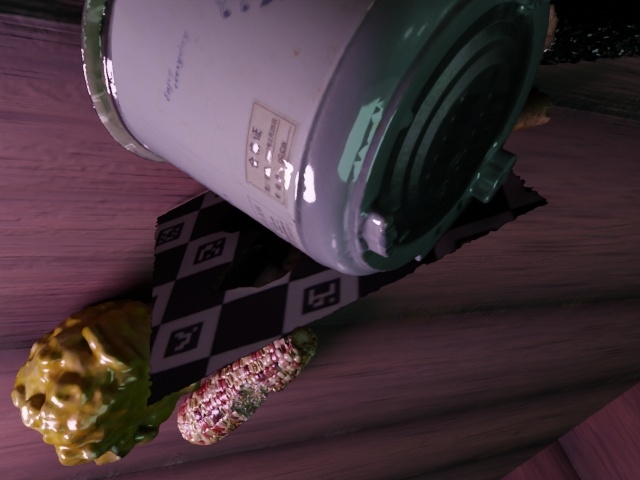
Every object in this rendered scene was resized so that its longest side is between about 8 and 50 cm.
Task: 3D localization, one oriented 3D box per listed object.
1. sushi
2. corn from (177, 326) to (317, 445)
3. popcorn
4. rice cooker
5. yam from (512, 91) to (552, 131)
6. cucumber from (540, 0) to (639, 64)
[{"bbox_3d":[0.000,0.000,0.664,0.339,0.320,0.069,-27,121,1],"label":"sushi"},{"bbox_3d":[-0.120,0.236,1.129,0.290,0.098,0.098,-39,145,21],"label":"corn"},{"bbox_3d":[-0.265,0.166,0.876,0.233,0.192,0.266,-49,168,9],"label":"popcorn"},{"bbox_3d":[-0.009,-0.134,0.493,0.264,0.316,0.317,-47,154,-20],"label":"rice cooker"},{"bbox_3d":[0.159,-0.135,0.824,0.263,0.046,0.046,-15,147,-18],"label":"yam"},{"bbox_3d":[0.358,-0.242,0.776,0.300,0.072,0.072,-11,145,-20],"label":"cucumber"}]
